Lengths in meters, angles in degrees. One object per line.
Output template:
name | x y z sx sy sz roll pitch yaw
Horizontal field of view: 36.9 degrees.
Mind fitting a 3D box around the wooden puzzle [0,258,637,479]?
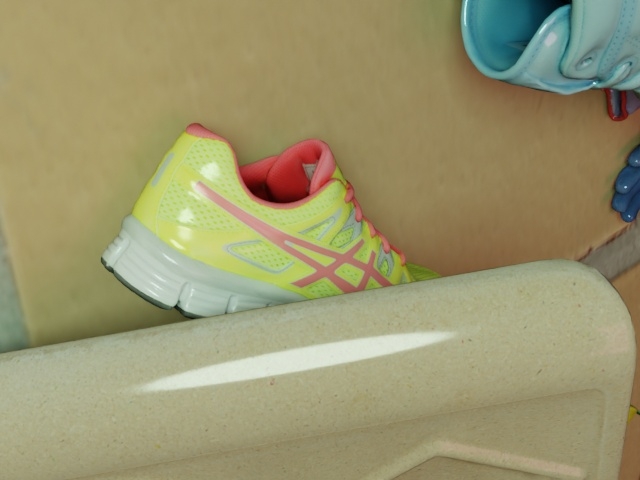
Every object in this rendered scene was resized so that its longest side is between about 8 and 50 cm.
wooden puzzle | -0.012 0.164 0.508 0.322 0.081 0.348 -10 127 -1

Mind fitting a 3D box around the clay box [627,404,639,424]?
clay box | 0.122 0.088 0.640 0.222 0.127 0.053 26 97 -51

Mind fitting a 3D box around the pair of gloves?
pair of gloves | 0.277 -0.108 0.748 0.159 0.023 0.198 -39 137 -18

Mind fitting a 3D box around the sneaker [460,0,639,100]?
sneaker | 0.144 -0.132 0.523 0.150 0.135 0.366 -48 133 2

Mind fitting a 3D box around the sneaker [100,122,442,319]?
sneaker | 0.000 0.000 0.482 0.208 0.081 0.094 15 98 -42
